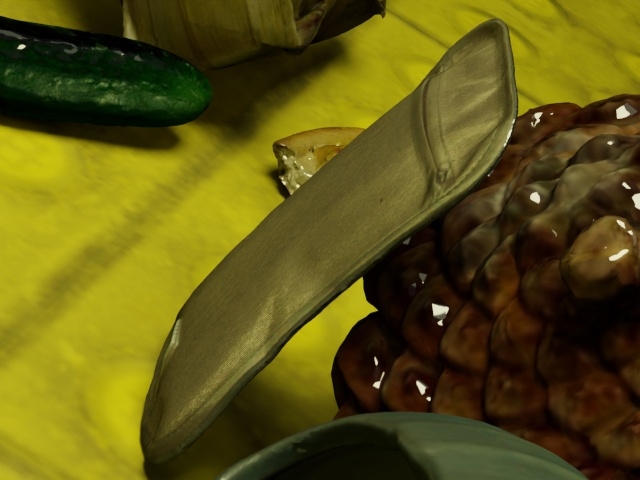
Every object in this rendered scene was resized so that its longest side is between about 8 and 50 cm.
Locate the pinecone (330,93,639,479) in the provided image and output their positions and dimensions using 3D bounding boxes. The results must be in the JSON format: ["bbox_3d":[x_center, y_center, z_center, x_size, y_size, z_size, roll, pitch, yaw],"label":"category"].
[{"bbox_3d":[0.155,0.071,0.720,0.296,0.242,0.298,12,20,-44],"label":"pinecone"}]

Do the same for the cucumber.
[{"bbox_3d":[-0.181,-0.097,0.876,0.284,0.056,0.056,12,32,-28],"label":"cucumber"}]

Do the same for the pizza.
[{"bbox_3d":[0.044,-0.029,1.004,0.160,0.035,0.099,4,37,-42],"label":"pizza"}]

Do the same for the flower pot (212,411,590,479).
[{"bbox_3d":[0.027,0.162,0.493,0.157,0.189,0.243,46,28,-42],"label":"flower pot"}]

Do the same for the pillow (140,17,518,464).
[{"bbox_3d":[0.001,0.000,0.719,0.033,0.217,0.130,40,22,-18],"label":"pillow"}]

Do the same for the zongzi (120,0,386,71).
[{"bbox_3d":[-0.056,-0.247,1.025,0.260,0.123,0.289,-35,112,-69],"label":"zongzi"}]
